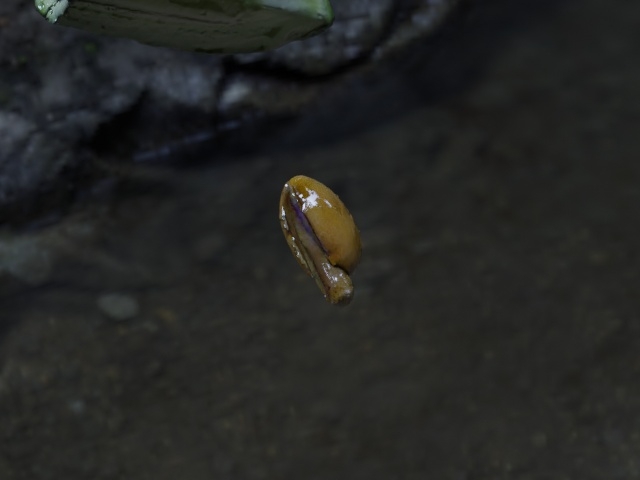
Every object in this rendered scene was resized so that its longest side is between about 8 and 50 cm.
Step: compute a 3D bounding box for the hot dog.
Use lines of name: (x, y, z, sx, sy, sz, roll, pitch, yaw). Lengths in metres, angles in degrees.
hot dog: (-0.001, 0.000, 1.698, 0.060, 0.140, 0.090, -29, 7, -30)

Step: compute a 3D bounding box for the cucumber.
cucumber: (-0.138, -0.260, 1.645, 0.325, 0.105, 0.145, 4, 64, -41)
